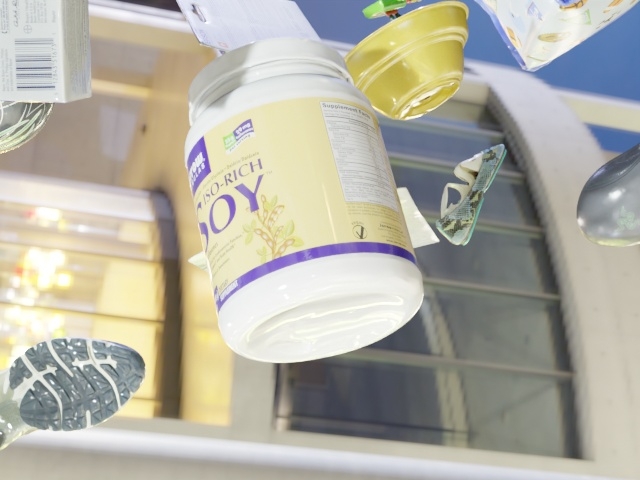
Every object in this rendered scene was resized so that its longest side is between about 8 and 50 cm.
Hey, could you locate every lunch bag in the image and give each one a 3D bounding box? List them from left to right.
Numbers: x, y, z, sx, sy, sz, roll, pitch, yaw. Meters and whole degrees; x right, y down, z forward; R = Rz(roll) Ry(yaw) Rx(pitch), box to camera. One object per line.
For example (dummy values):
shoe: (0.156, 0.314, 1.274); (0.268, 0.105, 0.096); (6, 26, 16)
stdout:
lunch bag: (0.450, -0.464, 1.945); (0.239, 0.385, 0.328); (57, -7, 7)

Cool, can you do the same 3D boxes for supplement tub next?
supplement tub: (-0.029, -0.047, 1.504); (0.241, 0.241, 0.331); (122, -41, -57)

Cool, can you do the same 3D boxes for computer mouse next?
computer mouse: (0.463, -0.093, 1.696); (0.272, 0.188, 0.072); (-42, -158, 1)

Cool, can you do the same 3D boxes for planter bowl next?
planter bowl: (0.128, -0.227, 1.732); (0.090, 0.217, 0.217); (62, -26, 14)

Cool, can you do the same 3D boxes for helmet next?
helmet: (-0.392, -0.178, 1.468); (0.162, 0.169, 0.169); (59, -31, 21)

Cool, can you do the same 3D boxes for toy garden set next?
toy garden set: (0.226, -0.470, 2.339); (0.244, 0.204, 0.049); (-26, -89, 31)

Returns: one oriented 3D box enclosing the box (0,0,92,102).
box: (-0.282, -0.206, 1.294); (0.137, 0.072, 0.126); (-82, 172, -81)

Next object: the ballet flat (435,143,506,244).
ballet flat: (0.222, -0.082, 1.899); (0.188, 0.070, 0.070); (-64, -175, -30)

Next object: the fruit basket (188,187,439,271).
fruit basket: (0.000, 0.000, 1.916); (0.353, 0.327, 0.165); (26, 48, -76)

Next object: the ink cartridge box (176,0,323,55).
ink cartridge box: (-0.109, -0.306, 1.879); (0.045, 0.224, 0.223); (-67, -149, 29)

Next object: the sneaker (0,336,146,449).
sneaker: (-0.317, 0.168, 1.485); (0.110, 0.283, 0.122); (69, 23, -4)
